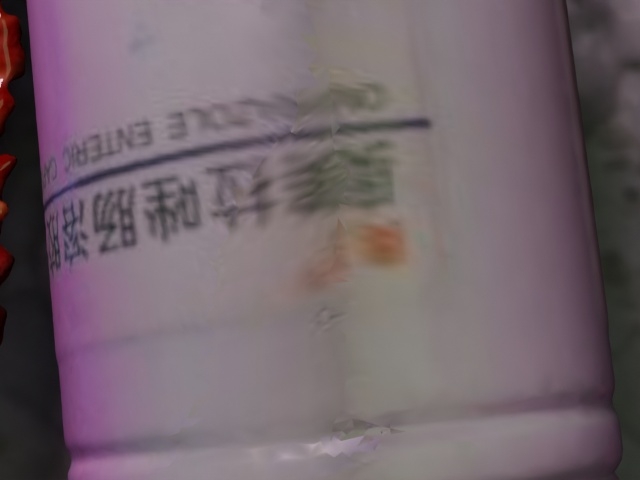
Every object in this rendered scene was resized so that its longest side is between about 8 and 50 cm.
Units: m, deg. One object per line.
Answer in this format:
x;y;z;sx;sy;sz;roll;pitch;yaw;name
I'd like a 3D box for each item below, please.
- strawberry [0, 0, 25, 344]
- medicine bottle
-0.151;-0.041;0.419;0.167;0.087;0.208;34;59;-24;strawberry
0.000;0.000;0.421;0.152;0.152;0.254;-4;83;-19;medicine bottle
